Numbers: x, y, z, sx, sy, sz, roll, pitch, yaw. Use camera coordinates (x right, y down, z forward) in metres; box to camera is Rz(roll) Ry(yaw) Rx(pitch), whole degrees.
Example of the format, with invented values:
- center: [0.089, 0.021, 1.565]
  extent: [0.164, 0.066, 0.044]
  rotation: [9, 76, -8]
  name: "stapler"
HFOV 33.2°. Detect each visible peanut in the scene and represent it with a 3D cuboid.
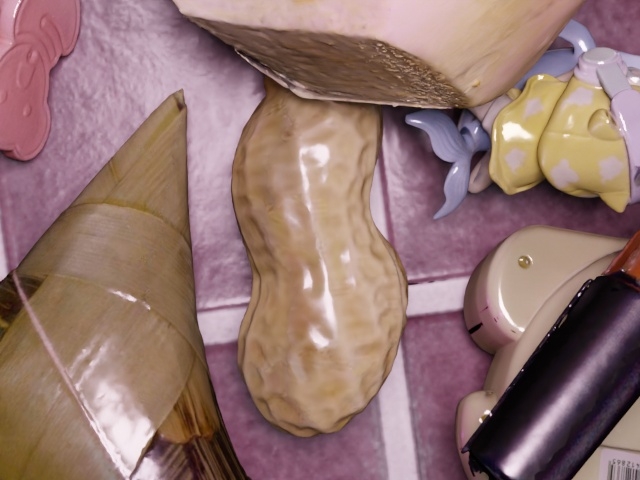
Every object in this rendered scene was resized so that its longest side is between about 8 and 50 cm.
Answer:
- center: [0.000, 0.000, 0.821]
  extent: [0.136, 0.120, 0.298]
  rotation: [-5, 93, -28]
  name: "peanut"

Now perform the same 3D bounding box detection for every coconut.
- center: [0.053, -0.252, 0.701]
  extent: [0.352, 0.352, 0.352]
  rotation: [0, 93, -5]
  name: "coconut"

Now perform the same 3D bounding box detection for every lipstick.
- center: [0.249, 0.013, 0.754]
  extent: [0.077, 0.077, 0.418]
  rotation: [43, 74, -5]
  name: "lipstick"

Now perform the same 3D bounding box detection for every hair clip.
- center: [-0.226, -0.137, 0.802]
  extent: [0.138, 0.123, 0.102]
  rotation: [-38, 75, 2]
  name: "hair clip"

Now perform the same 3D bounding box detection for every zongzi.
- center: [-0.101, 0.083, 0.787]
  extent: [0.289, 0.154, 0.317]
  rotation: [37, 85, 6]
  name: "zongzi"

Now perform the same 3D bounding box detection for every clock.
- center: [0.243, 0.154, 0.815]
  extent: [0.284, 0.114, 0.309]
  rotation: [10, 74, -6]
  name: "clock"

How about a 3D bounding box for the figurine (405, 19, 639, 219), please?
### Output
- center: [0.173, -0.085, 0.801]
  extent: [0.208, 0.184, 0.128]
  rotation: [-23, 123, -3]
  name: "figurine"
